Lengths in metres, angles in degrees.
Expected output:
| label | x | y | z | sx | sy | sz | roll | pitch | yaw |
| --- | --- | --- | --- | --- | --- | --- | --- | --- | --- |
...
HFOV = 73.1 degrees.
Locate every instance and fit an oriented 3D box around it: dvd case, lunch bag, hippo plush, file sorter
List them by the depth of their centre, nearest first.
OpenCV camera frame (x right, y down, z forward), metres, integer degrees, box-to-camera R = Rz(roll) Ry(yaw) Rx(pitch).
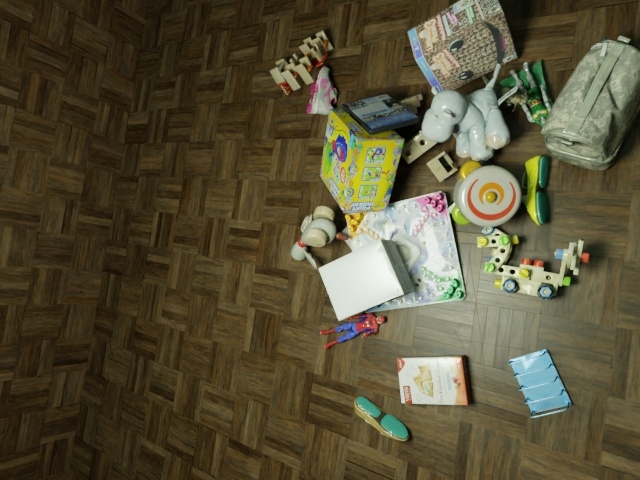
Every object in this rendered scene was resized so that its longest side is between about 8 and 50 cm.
| label | x | y | z | sx | sy | sz | roll | pitch | yaw |
| --- | --- | --- | --- | --- | --- | --- | --- | --- | --- |
| lunch bag | 0.794 | -0.387 | 1.247 | 0.212 | 0.256 | 0.305 | 30 | 99 | 31 |
| file sorter | 0.661 | 0.434 | 1.310 | 0.118 | 0.104 | 0.170 | -27 | 70 | 26 |
| hippo plush | 0.471 | -0.391 | 1.403 | 0.294 | 0.236 | 0.234 | -61 | 42 | 47 |
| dvd case | 0.201 | -0.442 | 1.498 | 0.180 | 0.022 | 0.253 | -17 | 41 | -11 |

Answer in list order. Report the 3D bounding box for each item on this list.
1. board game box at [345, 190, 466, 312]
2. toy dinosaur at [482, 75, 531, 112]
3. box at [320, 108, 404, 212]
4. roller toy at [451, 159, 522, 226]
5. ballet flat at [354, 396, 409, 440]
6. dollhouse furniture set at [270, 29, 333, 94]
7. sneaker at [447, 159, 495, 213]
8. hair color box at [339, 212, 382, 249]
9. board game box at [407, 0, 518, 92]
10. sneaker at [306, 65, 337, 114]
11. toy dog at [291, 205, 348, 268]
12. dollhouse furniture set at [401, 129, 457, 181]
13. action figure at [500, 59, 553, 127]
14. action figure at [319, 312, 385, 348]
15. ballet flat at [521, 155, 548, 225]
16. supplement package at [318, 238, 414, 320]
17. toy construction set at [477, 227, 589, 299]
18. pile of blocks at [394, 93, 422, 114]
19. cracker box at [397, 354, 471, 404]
| label | x | y | z | sx | sy | sz | roll | pitch | yaw |
| --- | --- | --- | --- | --- | --- | --- | --- | --- | --- |
| board game box | 0.295 | 0.050 | 1.584 | 0.389 | 0.050 | 0.390 | -13 | 83 | 26 |
| toy dinosaur | 0.609 | -0.479 | 1.472 | 0.118 | 0.064 | 0.268 | -64 | 31 | 25 |
| box | 0.138 | -0.293 | 1.570 | 0.290 | 0.176 | 0.279 | -118 | 29 | -50 |
| roller toy | 0.530 | -0.144 | 1.375 | 0.191 | 0.146 | 0.210 | 6 | 99 | 8 |
| ballet flat | 0.221 | 0.664 | 1.585 | 0.232 | 0.080 | 0.073 | 31 | 128 | 34 |
| dollhouse furniture set | -0.079 | -0.751 | 1.888 | 0.259 | 0.135 | 0.262 | -7 | 47 | 39 |
| sneaker | 0.515 | -0.196 | 1.508 | 0.216 | 0.079 | 0.121 | -37 | 63 | 14 |
| hair color box | 0.167 | -0.047 | 1.711 | 0.167 | 0.053 | 0.093 | -45 | 65 | 18 |
| board game box | 0.487 | -0.671 | 1.479 | 0.290 | 0.232 | 0.141 | -22 | 61 | 28 |
| sneaker | 0.017 | -0.637 | 1.866 | 0.103 | 0.111 | 0.253 | 142 | 142 | -64 |
| toy dog | 0.000 | 0.000 | 1.733 | 0.160 | 0.333 | 0.220 | 26 | 79 | -9 |
| dollhouse furniture set | 0.394 | -0.305 | 1.587 | 0.129 | 0.129 | 0.184 | -35 | 96 | 24 |
| action figure | 0.703 | -0.475 | 1.431 | 0.137 | 0.063 | 0.232 | -27 | 70 | 32 |
| action figure | 0.111 | 0.344 | 1.651 | 0.280 | 0.139 | 0.092 | -25 | 72 | 24 |
| ballet flat | 0.691 | -0.160 | 1.398 | 0.077 | 0.077 | 0.231 | -4 | 78 | 53 |
| supplement package | 0.163 | 0.139 | 1.540 | 0.261 | 0.145 | 0.204 | -27 | 77 | 23 |
| toy construction set | 0.652 | 0.067 | 1.350 | 0.327 | 0.151 | 0.215 | 9 | 88 | 43 |
| pile of blocks | 0.236 | -0.476 | 1.708 | 0.362 | 0.149 | 0.113 | -2 | 114 | 38 |
| cracker box | 0.390 | 0.481 | 1.494 | 0.232 | 0.067 | 0.156 | -12 | 77 | 31 |
